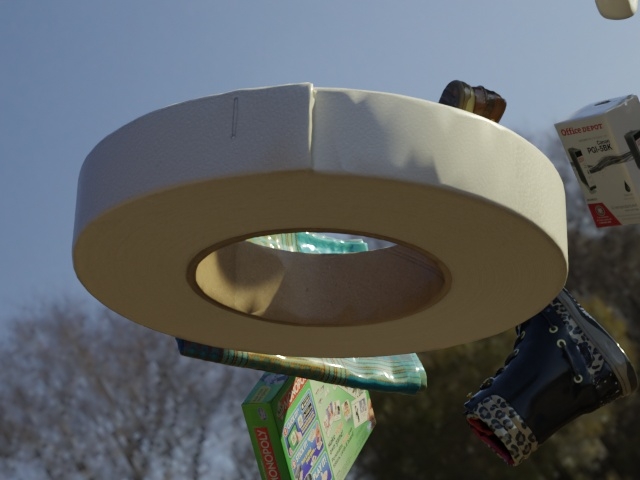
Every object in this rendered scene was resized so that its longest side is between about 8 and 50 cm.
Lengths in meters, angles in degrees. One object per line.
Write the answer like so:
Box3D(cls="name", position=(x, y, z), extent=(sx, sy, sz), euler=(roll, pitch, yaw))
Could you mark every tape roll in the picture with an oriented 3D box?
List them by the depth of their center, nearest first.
Box3D(cls="tape roll", position=(0.000, 0.000, 1.198), extent=(0.392, 0.072, 0.392), euler=(2, -22, 1))

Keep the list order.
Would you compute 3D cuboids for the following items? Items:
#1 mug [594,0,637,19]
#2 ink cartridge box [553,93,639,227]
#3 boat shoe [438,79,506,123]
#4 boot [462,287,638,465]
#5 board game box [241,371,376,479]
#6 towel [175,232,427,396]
Box3D(cls="mug", position=(0.381, -0.478, 2.018), extent=(0.276, 0.374, 0.328), euler=(-4, -6, 15))
Box3D(cls="ink cartridge box", position=(0.335, -0.088, 1.730), extent=(0.056, 0.135, 0.099), euler=(-28, 9, -25))
Box3D(cls="boat shoe", position=(0.130, -0.073, 1.495), extent=(0.060, 0.064, 0.178), euler=(8, -54, -19))
Box3D(cls="boot", position=(0.223, 0.133, 1.740), extent=(0.178, 0.236, 0.085), euler=(-35, -39, -11))
Box3D(cls="board game box", position=(-0.009, 0.240, 2.104), extent=(0.046, 0.214, 0.317), euler=(-6, 21, 23))
Box3D(cls="towel", position=(-0.047, 0.068, 1.931), extent=(0.370, 0.271, 0.040), euler=(14, -52, -36))
